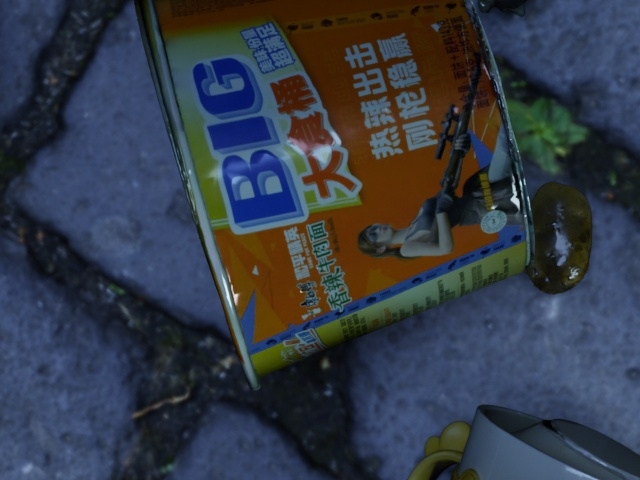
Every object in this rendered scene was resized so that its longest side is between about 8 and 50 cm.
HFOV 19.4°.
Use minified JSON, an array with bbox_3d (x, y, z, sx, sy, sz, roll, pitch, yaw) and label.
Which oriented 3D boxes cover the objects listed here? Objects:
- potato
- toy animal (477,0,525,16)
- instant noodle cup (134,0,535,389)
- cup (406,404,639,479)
[{"bbox_3d":[0.174,-0.002,1.370,0.051,0.040,0.083,2,85,6],"label":"potato"},{"bbox_3d":[0.201,-0.263,1.381,0.217,0.073,0.176,-7,88,6],"label":"toy animal"},{"bbox_3d":[0.014,-0.062,1.284,0.214,0.296,0.296,-16,81,0],"label":"instant noodle cup"},{"bbox_3d":[0.138,0.231,1.302,0.241,0.185,0.226,26,96,47],"label":"cup"}]
